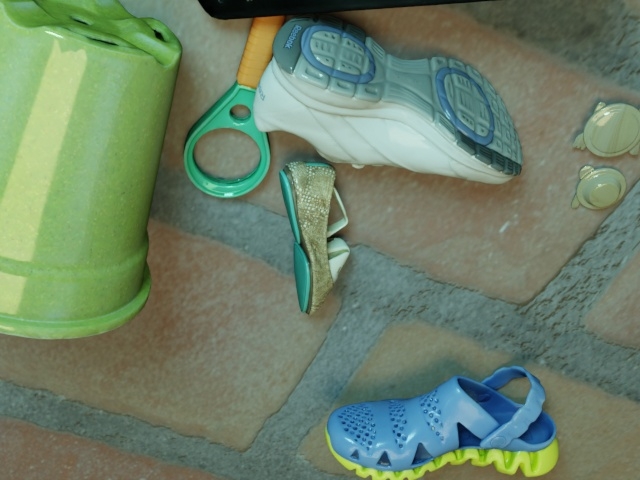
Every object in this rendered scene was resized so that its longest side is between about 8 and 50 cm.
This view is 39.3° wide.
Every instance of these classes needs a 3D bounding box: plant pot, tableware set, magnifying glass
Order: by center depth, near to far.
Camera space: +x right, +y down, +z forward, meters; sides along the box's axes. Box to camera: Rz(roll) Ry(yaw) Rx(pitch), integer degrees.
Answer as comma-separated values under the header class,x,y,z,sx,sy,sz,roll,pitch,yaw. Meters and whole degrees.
class,x,y,z,sx,sy,sz,roll,pitch,yaw
plant pot,-0.250,-0.094,0.816,0.276,0.276,0.254,18,113,-16
magnifying glass,-0.079,-0.139,0.914,0.092,0.026,0.231,13,125,-13
tableware set,0.353,-0.089,0.977,0.168,0.020,0.141,0,127,-3

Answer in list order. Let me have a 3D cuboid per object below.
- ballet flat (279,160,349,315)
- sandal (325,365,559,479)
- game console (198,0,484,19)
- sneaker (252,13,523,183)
class,x,y,z,sx,sy,sz,roll,pitch,yaw
ballet flat,0.000,0.000,1.000,0.067,0.073,0.206,-14,132,-10
sandal,0.163,0.226,1.156,0.317,0.126,0.138,-3,125,-11
game console,0.027,-0.335,0.677,0.386,0.060,0.342,2,136,23
sneaker,0.070,-0.123,0.899,0.297,0.111,0.129,20,145,-20
